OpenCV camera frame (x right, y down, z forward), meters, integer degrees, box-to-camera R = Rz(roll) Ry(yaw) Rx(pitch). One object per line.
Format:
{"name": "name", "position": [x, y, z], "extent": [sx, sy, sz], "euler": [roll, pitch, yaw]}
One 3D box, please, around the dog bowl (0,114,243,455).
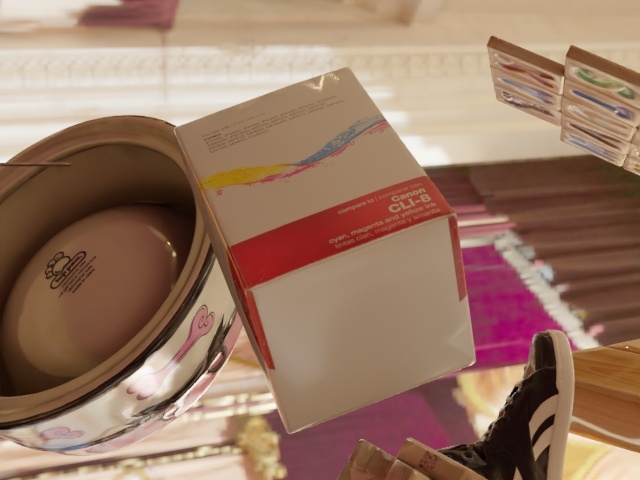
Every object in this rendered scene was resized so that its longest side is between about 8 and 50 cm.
{"name": "dog bowl", "position": [-0.260, 0.060, 1.343], "extent": [0.150, 0.408, 0.408], "euler": [54, 3, -46]}

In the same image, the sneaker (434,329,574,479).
{"name": "sneaker", "position": [0.165, 0.180, 1.107], "extent": [0.079, 0.121, 0.217], "euler": [101, -2, -71]}

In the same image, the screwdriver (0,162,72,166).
{"name": "screwdriver", "position": [-0.363, -0.086, 1.329], "extent": [0.025, 0.169, 0.024], "euler": [-113, -158, -68]}

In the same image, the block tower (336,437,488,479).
{"name": "block tower", "position": [-0.003, 0.280, 0.724], "extent": [0.335, 0.091, 0.097], "euler": [-59, -162, -7]}

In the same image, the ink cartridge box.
{"name": "ink cartridge box", "position": [0.000, 0.000, 0.741], "extent": [0.176, 0.127, 0.128], "euler": [-119, -169, -48]}

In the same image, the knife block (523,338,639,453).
{"name": "knife block", "position": [0.411, 0.215, 1.477], "extent": [0.242, 0.275, 0.088], "euler": [-94, 173, -69]}

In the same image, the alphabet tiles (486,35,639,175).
{"name": "alphabet tiles", "position": [0.279, -0.054, 0.848], "extent": [0.011, 0.342, 0.285], "euler": [-64, 168, -1]}
